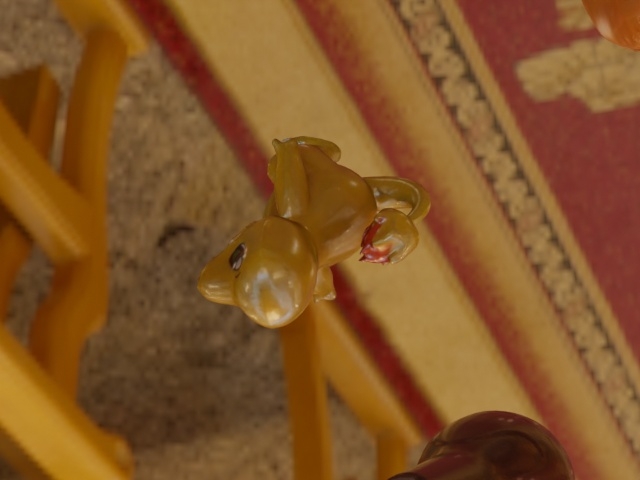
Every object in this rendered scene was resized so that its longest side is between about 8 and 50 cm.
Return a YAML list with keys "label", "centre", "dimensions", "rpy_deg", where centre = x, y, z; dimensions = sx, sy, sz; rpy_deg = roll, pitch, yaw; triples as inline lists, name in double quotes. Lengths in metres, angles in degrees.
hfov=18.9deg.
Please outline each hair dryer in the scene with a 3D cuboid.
- label: "hair dryer"
  centre: [0.140, 0.309, 1.498]
  dimensions: [0.123, 0.340, 0.312]
  rpy_deg: [-11, 179, 22]

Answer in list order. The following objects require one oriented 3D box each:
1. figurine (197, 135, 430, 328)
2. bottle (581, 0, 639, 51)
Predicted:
- label: "figurine"
  centre: [0.003, 0.001, 1.237]
  dimensions: [0.122, 0.176, 0.121]
  rpy_deg: [0, 117, 26]
- label: "bottle"
  centre: [0.138, -0.061, 0.327]
  dimensions: [0.187, 0.069, 0.069]
  rpy_deg: [2, 140, -14]
